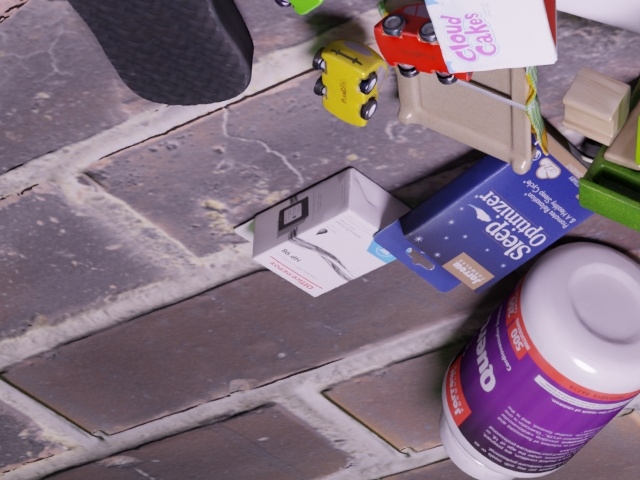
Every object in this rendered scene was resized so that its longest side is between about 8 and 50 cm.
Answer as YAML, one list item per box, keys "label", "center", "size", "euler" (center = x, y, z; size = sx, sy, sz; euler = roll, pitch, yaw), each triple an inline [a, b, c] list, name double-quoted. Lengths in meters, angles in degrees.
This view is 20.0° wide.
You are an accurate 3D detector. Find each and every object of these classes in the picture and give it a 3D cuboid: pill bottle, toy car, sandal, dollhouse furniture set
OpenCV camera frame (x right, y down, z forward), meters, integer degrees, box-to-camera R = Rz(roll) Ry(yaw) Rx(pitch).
- label: "pill bottle"
  center: [0.254, 0.153, 2.073]
  size: [0.182, 0.181, 0.323]
  euler: [14, 143, -15]
- label: "toy car"
  center: [0.017, -0.212, 1.641]
  size: [0.225, 0.053, 0.239]
  euler: [43, 154, -14]
- label: "sandal"
  center: [-0.157, -0.261, 1.606]
  size: [0.168, 0.107, 0.445]
  euler: [-1, 157, 4]
- label: "dollhouse furniture set"
  center: [0.225, -0.164, 1.711]
  size: [0.302, 0.151, 0.197]
  euler: [25, 154, 21]

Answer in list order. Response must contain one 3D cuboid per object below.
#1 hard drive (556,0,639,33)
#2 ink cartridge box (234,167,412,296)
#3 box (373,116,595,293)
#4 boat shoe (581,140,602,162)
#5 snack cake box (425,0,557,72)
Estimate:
- label: "hard drive"
  center: [0.339, -0.256, 1.607]
  size: [0.319, 0.040, 0.210]
  euler: [14, 143, -15]
- label: "ink cartridge box"
  center: [0.000, 0.000, 1.980]
  size: [0.180, 0.060, 0.104]
  euler: [-27, 136, 35]
- label: "box"
  center: [0.181, -0.023, 1.903]
  size: [0.225, 0.036, 0.136]
  euler: [-36, 132, 22]
- label: "boat shoe"
  center: [0.331, -0.094, 1.840]
  size: [0.133, 0.049, 0.042]
  euler: [3, 111, 17]
- label: "snack cake box"
  center: [0.126, -0.278, 1.397]
  size: [0.089, 0.264, 0.152]
  euler: [-5, 144, 13]
